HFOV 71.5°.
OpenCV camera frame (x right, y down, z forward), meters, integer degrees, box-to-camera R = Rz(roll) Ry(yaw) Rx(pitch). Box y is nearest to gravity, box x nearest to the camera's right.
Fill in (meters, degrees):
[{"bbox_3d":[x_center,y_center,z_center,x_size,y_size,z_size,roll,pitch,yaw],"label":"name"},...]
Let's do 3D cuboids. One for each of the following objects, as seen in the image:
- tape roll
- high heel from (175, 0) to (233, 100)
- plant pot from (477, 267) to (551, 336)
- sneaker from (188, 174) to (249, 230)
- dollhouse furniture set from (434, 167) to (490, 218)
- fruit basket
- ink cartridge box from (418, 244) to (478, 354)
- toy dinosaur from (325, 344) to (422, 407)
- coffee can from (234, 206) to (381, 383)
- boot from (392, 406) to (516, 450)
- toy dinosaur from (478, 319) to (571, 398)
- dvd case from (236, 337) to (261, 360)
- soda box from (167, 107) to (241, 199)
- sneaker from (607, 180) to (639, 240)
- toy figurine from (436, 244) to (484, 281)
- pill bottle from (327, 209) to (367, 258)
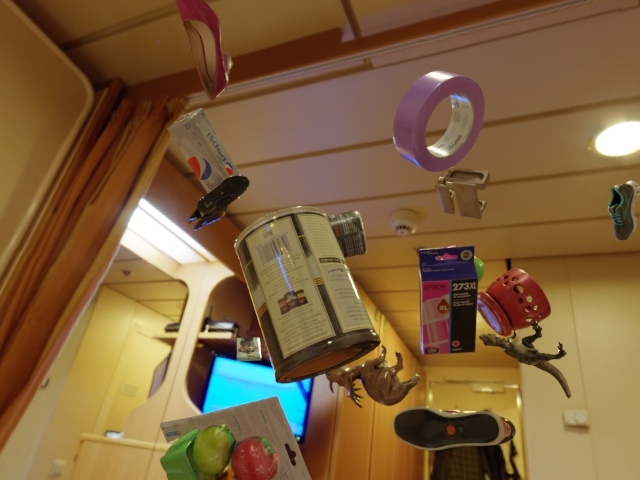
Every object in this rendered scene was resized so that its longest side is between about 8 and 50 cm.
[{"bbox_3d":[0.346,-0.343,1.294,0.275,0.275,0.090,40,1,-43],"label":"tape roll"},{"bbox_3d":[-0.275,-0.441,1.015,0.082,0.117,0.244,11,-21,12],"label":"high heel"},{"bbox_3d":[0.633,0.213,1.483,0.174,0.191,0.191,-30,-33,-5],"label":"plant pot"},{"bbox_3d":[-0.247,-0.092,1.086,0.051,0.170,0.089,50,-19,10],"label":"sneaker"},{"bbox_3d":[0.378,-0.164,1.190,0.144,0.151,0.123,14,-31,37],"label":"dollhouse furniture set"},{"bbox_3d":[-0.203,0.567,1.128,0.353,0.327,0.165,-20,6,11],"label":"fruit basket"},{"bbox_3d":[0.411,0.200,1.435,0.175,0.069,0.371,-5,-69,5],"label":"ink cartridge box"},{"bbox_3d":[0.172,0.435,1.342,0.295,0.200,0.127,13,-38,53],"label":"toy dinosaur"},{"bbox_3d":[-0.030,0.103,0.850,0.201,0.275,0.201,-18,-24,-8],"label":"coffee can"},{"bbox_3d":[0.301,0.426,1.002,0.244,0.088,0.176,-12,-27,30],"label":"boot"},{"bbox_3d":[0.541,0.280,1.120,0.268,0.064,0.118,32,-57,9],"label":"toy dinosaur"},{"bbox_3d":[-0.261,0.395,1.621,0.087,0.119,0.013,1,-64,-10],"label":"dvd case"},{"bbox_3d":[-0.347,-0.255,1.388,0.091,0.098,0.286,-15,-58,21],"label":"soda box"},{"bbox_3d":[0.831,-0.081,1.239,0.076,0.167,0.065,-4,8,-14],"label":"sneaker"},{"bbox_3d":[0.471,0.076,1.588,0.173,0.130,0.159,2,-30,47],"label":"toy figurine"},{"bbox_3d":[0.000,0.000,1.261,0.245,0.130,0.130,-12,-31,0],"label":"pill bottle"}]
